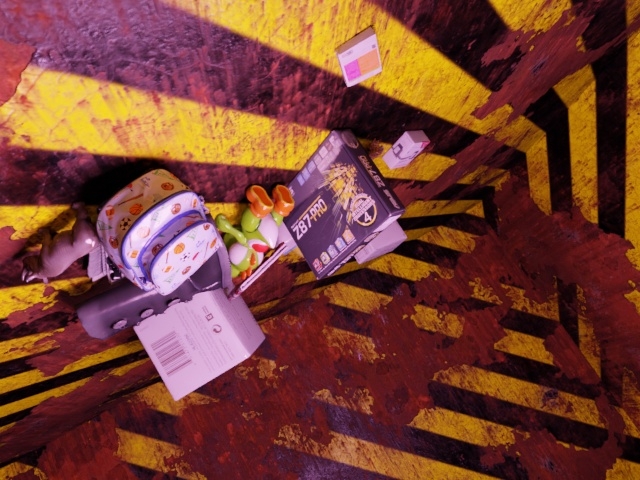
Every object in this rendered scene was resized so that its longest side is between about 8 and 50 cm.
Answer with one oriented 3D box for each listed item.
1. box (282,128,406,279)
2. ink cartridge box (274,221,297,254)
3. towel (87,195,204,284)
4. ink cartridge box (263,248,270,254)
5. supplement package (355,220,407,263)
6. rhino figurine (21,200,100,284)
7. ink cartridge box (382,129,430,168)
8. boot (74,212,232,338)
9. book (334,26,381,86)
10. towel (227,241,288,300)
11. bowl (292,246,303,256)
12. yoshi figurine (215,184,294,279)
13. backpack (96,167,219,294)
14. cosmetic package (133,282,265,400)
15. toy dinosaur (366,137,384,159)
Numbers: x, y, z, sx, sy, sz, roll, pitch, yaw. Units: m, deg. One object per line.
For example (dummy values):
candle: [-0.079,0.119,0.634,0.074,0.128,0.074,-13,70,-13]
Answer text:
box: [0.044,-0.106,1.514,0.097,0.319,0.395,-15,159,-44]
ink cartridge box: [-0.149,-0.013,1.868,0.089,0.092,0.143,-34,165,6]
towel: [-0.493,0.008,1.338,0.324,0.056,0.312,-21,162,-32]
ink cartridge box: [-0.275,0.066,1.810,0.115,0.067,0.198,-43,178,10]
supplement package: [0.270,-0.031,2.412,0.261,0.204,0.145,-18,161,-40]
rhino figurine: [-0.599,0.022,1.075,0.243,0.106,0.073,-35,164,11]
ink cartridge box: [0.323,-0.343,1.790,0.109,0.063,0.150,-17,159,-43]
boot: [-0.491,0.117,1.383,0.444,0.146,0.367,-20,150,-16]
book: [0.092,-0.431,1.127,0.096,0.035,0.144,-29,165,5]
towel: [-0.239,0.119,1.751,0.237,0.037,0.329,-46,-177,-21]
bowl: [0.000,0.000,2.081,0.289,0.156,0.289,-28,165,-8]
yoshi figurine: [-0.237,-0.038,1.565,0.362,0.203,0.203,-57,-173,34]
backpack: [-0.374,-0.021,1.089,0.277,0.213,0.264,-51,157,-23]
cosmetic package: [-0.466,0.374,1.909,0.327,0.330,0.393,-32,177,1]
toy dinosaur: [0.161,-0.291,1.644,0.211,0.064,0.112,-21,163,-32]
